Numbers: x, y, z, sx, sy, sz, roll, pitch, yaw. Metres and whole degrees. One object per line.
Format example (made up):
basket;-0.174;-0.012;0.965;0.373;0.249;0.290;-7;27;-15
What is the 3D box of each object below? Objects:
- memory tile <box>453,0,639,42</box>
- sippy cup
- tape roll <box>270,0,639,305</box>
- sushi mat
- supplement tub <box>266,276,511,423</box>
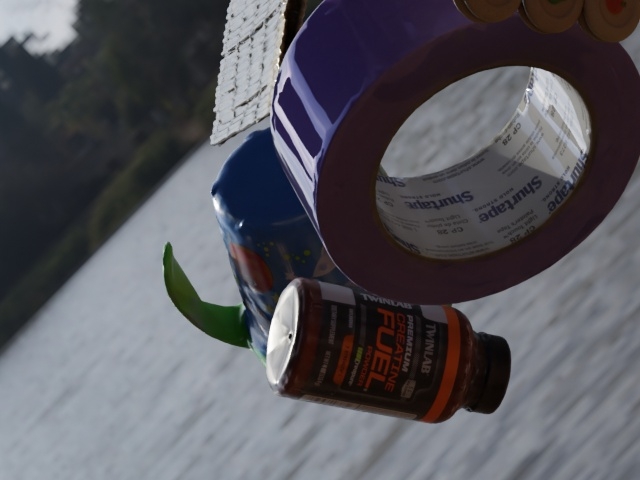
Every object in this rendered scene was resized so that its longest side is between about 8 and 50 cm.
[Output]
memory tile;0.111;-0.167;0.826;0.012;0.113;0.148;4;89;55
sippy cup;0.000;0.000;1.876;0.305;0.224;0.240;-38;44;-14
tape roll;0.073;-0.062;0.971;0.189;0.189;0.080;-44;41;14
sushi mat;-0.044;-0.154;1.324;0.316;0.019;0.151;174;103;-79
supplement tub;0.060;0.098;1.545;0.106;0.198;0.106;-169;90;-75
